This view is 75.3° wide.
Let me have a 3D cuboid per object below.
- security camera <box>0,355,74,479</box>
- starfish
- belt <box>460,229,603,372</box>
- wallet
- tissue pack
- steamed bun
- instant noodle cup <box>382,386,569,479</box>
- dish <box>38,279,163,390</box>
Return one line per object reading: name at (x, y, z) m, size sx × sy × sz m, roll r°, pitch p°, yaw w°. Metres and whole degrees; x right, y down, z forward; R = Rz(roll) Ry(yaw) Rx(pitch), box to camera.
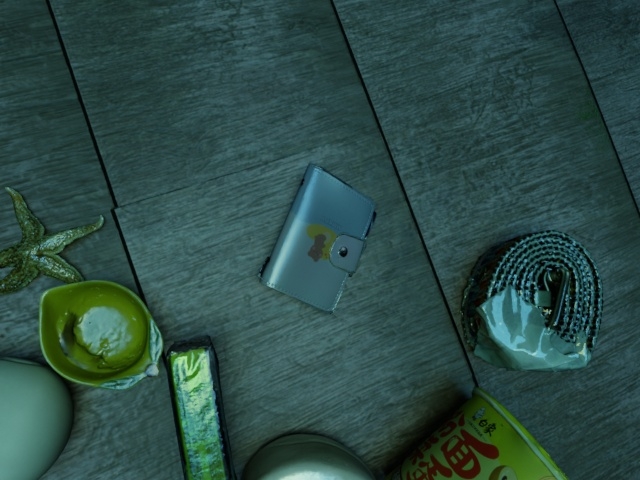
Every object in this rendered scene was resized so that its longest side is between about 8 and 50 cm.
security camera at (-0.465, 0.246, 0.555) m, size 0.236 × 0.194 × 0.195 m, roll 15°, pitch 81°, yaw -15°
starfish at (-0.456, 0.012, 0.661) m, size 0.223 × 0.050 × 0.217 m, roll -30°, pitch 82°, yaw -18°
belt at (0.376, 0.112, 0.753) m, size 0.207 × 0.150 × 0.258 m, roll 21°, pitch 79°, yaw 1°
wallet at (0.000, 0.000, 0.734) m, size 0.170 × 0.069 × 0.231 m, roll 27°, pitch 82°, yaw -25°
tissue pack at (-0.175, 0.267, 0.615) m, size 0.073 × 0.173 × 0.236 m, roll -9°, pitch 84°, yaw -18°
steamed bun at (-0.004, 0.405, 0.643) m, size 0.241 × 0.146 × 0.164 m, roll 21°, pitch 83°, yaw -6°
instant noodle cup at (0.249, 0.418, 0.628) m, size 0.221 × 0.311 × 0.311 m, roll -34°, pitch 90°, yaw -3°
dish at (-0.332, 0.145, 0.646) m, size 0.207 × 0.080 × 0.149 m, roll 39°, pitch 74°, yaw -3°
